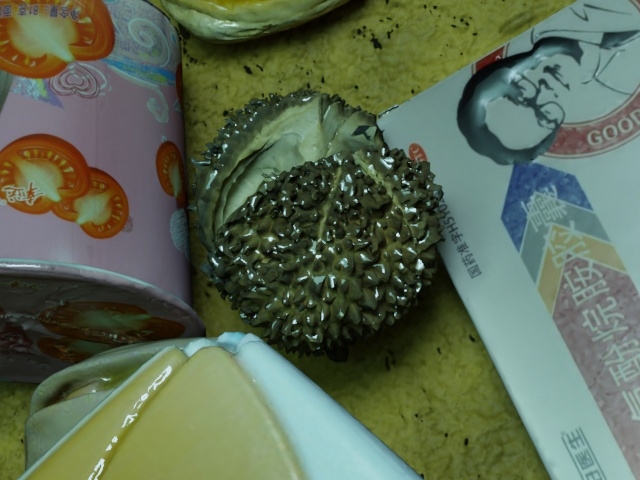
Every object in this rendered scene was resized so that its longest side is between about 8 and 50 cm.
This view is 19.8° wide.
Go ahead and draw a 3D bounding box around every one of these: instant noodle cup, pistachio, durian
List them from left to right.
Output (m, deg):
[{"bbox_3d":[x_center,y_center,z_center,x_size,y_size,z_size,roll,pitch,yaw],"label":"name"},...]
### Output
[{"bbox_3d":[-0.195,-0.040,1.285,0.243,0.243,0.231,-7,66,20],"label":"instant noodle cup"},{"bbox_3d":[-0.116,0.135,1.243,0.223,0.152,0.126,-32,30,34],"label":"pistachio"},{"bbox_3d":[0.000,0.000,1.215,0.167,0.196,0.196,-11,71,-3],"label":"durian"}]

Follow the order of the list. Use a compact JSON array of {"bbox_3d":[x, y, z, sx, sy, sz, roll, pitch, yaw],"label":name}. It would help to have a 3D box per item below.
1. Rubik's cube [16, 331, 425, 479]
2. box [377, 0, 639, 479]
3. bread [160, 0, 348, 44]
[{"bbox_3d":[-0.026,0.308,1.016,0.347,0.351,0.352,-44,57,-10],"label":"Rubik's cube"},{"bbox_3d":[0.203,0.018,1.195,0.214,0.069,0.353,-30,66,12],"label":"box"},{"bbox_3d":[-0.047,-0.266,1.336,0.198,0.120,0.236,-16,71,15],"label":"bread"}]
